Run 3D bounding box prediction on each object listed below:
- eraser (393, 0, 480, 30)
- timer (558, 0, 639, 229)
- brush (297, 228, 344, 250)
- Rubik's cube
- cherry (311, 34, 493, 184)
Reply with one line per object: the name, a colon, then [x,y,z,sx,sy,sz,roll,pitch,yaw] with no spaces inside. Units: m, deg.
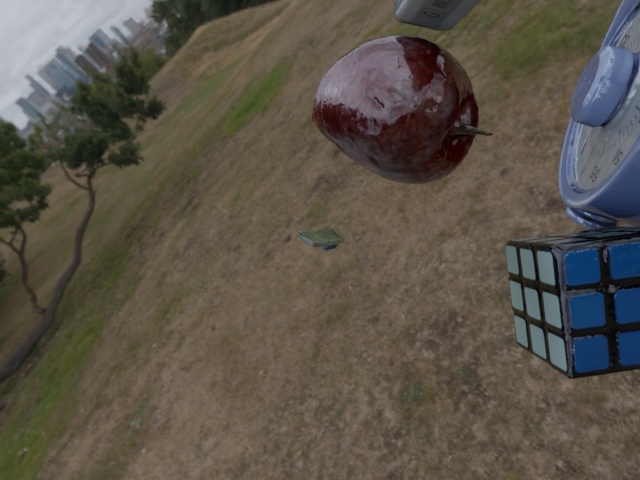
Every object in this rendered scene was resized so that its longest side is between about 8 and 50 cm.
eraser: [0.162,-0.324,0.575,0.352,0.089,0.061,-152,72,-84]
timer: [0.453,-0.186,0.689,0.395,0.174,0.394,17,-90,-83]
brush: [0.000,0.000,0.360,0.013,0.016,0.084,-50,-11,11]
Rubik's cube: [0.351,0.069,0.632,0.161,0.162,0.163,-8,1,0]
cherry: [0.112,-0.199,0.760,0.301,0.230,0.202,15,86,33]
